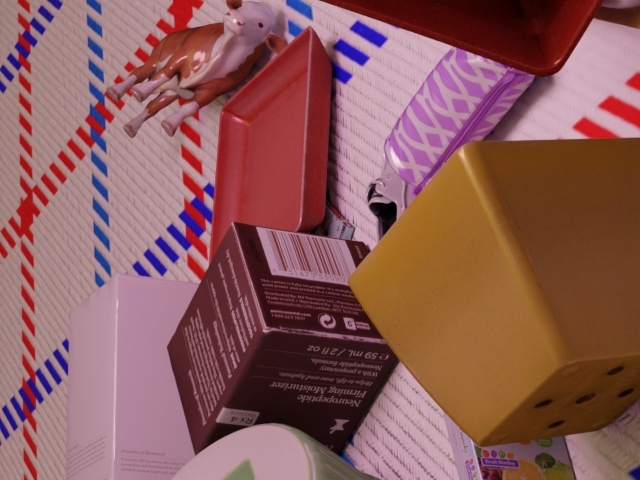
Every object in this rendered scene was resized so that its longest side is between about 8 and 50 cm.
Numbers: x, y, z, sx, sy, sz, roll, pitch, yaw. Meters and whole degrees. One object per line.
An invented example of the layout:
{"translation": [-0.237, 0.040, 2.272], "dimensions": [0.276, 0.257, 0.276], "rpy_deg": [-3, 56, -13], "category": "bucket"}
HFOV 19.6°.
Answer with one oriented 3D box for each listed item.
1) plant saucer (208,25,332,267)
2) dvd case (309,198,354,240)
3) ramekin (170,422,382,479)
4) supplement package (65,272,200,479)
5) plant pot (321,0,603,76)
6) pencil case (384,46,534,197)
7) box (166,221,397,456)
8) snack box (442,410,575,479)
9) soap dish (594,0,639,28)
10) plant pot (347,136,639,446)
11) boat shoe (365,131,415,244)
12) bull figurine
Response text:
{"translation": [-0.055, -0.086, 2.199], "dimensions": [0.258, 0.047, 0.259], "rpy_deg": [-35, 47, 56], "category": "plant saucer"}
{"translation": [0.000, 0.000, 2.119], "dimensions": [0.119, 0.013, 0.087], "rpy_deg": [48, 125, 57], "category": "dvd case"}
{"translation": [-0.061, 0.330, 1.844], "dimensions": [0.303, 0.148, 0.303], "rpy_deg": [-32, 33, 24], "category": "ramekin"}
{"translation": [-0.203, 0.210, 2.278], "dimensions": [0.177, 0.175, 0.293], "rpy_deg": [-34, 53, 58], "category": "supplement package"}
{"translation": [0.116, -0.335, 1.481], "dimensions": [0.236, 0.267, 0.267], "rpy_deg": [-94, 27, -50], "category": "plant pot"}
{"translation": [0.137, -0.130, 1.800], "dimensions": [0.088, 0.086, 0.206], "rpy_deg": [-89, 24, -44], "category": "pencil case"}
{"translation": [-0.041, 0.115, 1.992], "dimensions": [0.203, 0.168, 0.167], "rpy_deg": [-62, 33, 35], "category": "box"}
{"translation": [0.164, 0.175, 1.638], "dimensions": [0.037, 0.100, 0.141], "rpy_deg": [-54, 37, 43], "category": "snack box"}
{"translation": [0.255, -0.303, 1.584], "dimensions": [0.291, 0.118, 0.229], "rpy_deg": [30, 109, 62], "category": "soap dish"}
{"translation": [0.183, 0.052, 1.541], "dimensions": [0.212, 0.212, 0.187], "rpy_deg": [-51, 51, 45], "category": "plant pot"}
{"translation": [0.078, -0.037, 1.917], "dimensions": [0.066, 0.063, 0.184], "rpy_deg": [-34, 53, 56], "category": "boat shoe"}
{"translation": [-0.162, -0.220, 2.371], "dimensions": [0.188, 0.101, 0.310], "rpy_deg": [-39, 11, -16], "category": "bull figurine"}
